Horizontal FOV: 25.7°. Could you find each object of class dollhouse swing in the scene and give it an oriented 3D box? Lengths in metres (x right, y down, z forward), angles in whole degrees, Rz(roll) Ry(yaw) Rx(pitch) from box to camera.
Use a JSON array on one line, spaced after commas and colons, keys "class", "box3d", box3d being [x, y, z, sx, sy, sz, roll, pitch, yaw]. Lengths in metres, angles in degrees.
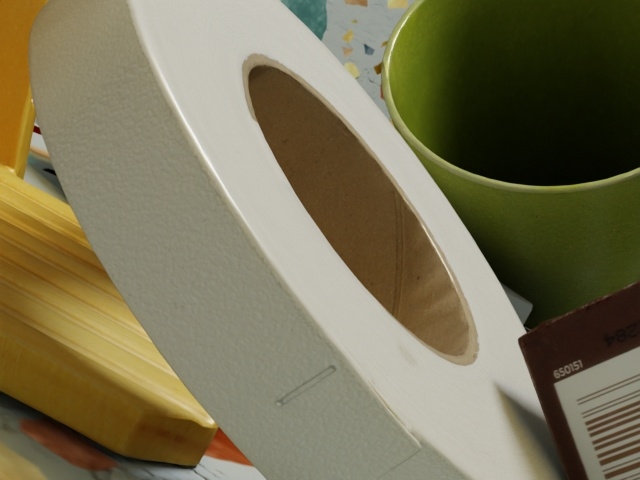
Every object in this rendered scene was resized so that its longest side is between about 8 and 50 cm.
[{"class": "dollhouse swing", "box3d": [-0.160, -0.087, 0.792, 0.305, 0.315, 0.347, 14, 9, 1]}]

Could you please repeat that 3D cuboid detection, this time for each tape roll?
[{"class": "tape roll", "box3d": [0.000, 0.000, 0.773, 0.392, 0.072, 0.392, 48, 18, -21]}]

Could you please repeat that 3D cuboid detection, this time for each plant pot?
[{"class": "plant pot", "box3d": [0.208, -0.055, 1.207, 0.275, 0.275, 0.293, 31, -26, 31]}]

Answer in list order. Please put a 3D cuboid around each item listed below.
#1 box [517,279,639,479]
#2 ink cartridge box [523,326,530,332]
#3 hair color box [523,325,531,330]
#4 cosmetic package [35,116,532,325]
[{"class": "box", "box3d": [0.305, 0.107, 0.835, 0.381, 0.143, 0.191, -3, 69, -48]}, {"class": "ink cartridge box", "box3d": [0.145, 0.091, 1.220, 0.097, 0.046, 0.207, 15, 14, -41]}, {"class": "hair color box", "box3d": [0.329, 0.097, 1.466, 0.174, 0.105, 0.347, 31, 12, 32]}, {"class": "cosmetic package", "box3d": [-0.044, -0.029, 1.172, 0.284, 0.097, 0.377, 23, 9, -41]}]
